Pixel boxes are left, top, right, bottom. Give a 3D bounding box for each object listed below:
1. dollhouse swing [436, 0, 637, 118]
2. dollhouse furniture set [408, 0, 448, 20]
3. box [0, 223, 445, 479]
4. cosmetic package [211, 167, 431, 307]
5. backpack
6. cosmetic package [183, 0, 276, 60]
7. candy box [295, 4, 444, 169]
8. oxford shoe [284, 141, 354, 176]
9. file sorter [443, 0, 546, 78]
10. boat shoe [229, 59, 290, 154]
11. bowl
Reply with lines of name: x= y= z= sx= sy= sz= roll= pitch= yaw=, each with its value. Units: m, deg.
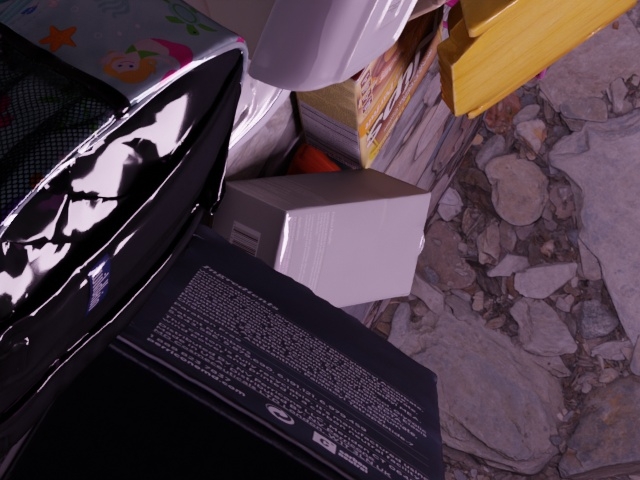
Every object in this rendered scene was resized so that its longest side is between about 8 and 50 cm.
dollhouse swing: x=0.174 y=-0.352 z=1.544 sx=0.315 sy=0.305 sz=0.347 roll=-35 pitch=171 yaw=0
dollhouse furniture set: x=0.043 y=-0.301 z=1.085 sx=0.174 sy=0.303 sz=0.355 roll=-38 pitch=-170 yaw=-31
box: x=-0.142 y=0.282 z=1.264 sx=0.480 sy=0.297 sz=0.472 roll=-58 pitch=-177 yaw=9
cosmetic package: x=0.000 y=0.000 z=1.654 sx=0.238 sy=0.107 sz=0.127 roll=-7 pitch=115 yaw=-50
backpack: x=-0.155 y=-0.028 z=0.783 sx=0.253 sy=0.191 sz=0.225 roll=-43 pitch=166 yaw=-35
cosmetic package: x=-0.034 y=-0.233 z=0.971 sx=0.153 sy=0.129 sz=0.296 roll=-55 pitch=171 yaw=-12
candy box: x=0.053 y=-0.204 z=1.644 sx=0.183 sy=0.087 sz=0.316 roll=-59 pitch=170 yaw=-10
oxford shoe: x=-0.044 y=0.003 z=1.794 sx=0.271 sy=0.097 sz=0.098 roll=-54 pitch=178 yaw=-22
file sorter: x=0.255 y=-0.365 z=1.859 sx=0.291 sy=0.202 sz=0.182 roll=-59 pitch=172 yaw=-3
boat shoe: x=-0.090 y=-0.104 z=1.187 sx=0.258 sy=0.095 sz=0.084 roll=-58 pitch=175 yaw=-14
bowl: x=0.025 y=-0.157 z=0.960 sx=0.142 sy=0.053 sz=0.142 roll=-40 pitch=160 yaw=-55
